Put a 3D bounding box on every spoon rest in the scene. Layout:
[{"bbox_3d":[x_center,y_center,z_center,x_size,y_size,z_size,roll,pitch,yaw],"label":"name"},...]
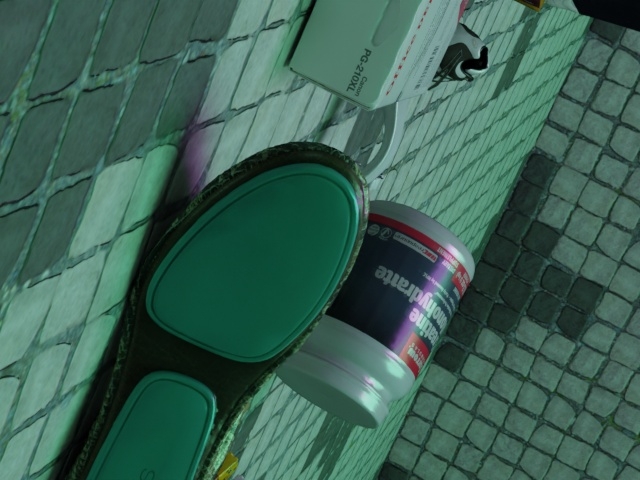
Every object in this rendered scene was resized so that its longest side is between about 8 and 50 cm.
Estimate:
[{"bbox_3d":[0.074,-0.171,1.708,0.276,0.084,0.137,-62,169,2],"label":"spoon rest"}]

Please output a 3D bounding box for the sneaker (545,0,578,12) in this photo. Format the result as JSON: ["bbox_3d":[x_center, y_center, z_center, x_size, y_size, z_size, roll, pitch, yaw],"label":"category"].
[{"bbox_3d":[0.408,-0.473,2.428,0.110,0.118,0.292,-56,166,-21],"label":"sneaker"}]

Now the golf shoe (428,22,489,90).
[{"bbox_3d":[0.177,-0.234,2.002,0.077,0.094,0.198,-62,170,-8],"label":"golf shoe"}]

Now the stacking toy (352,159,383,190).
[{"bbox_3d":[0.000,0.000,1.855,0.167,0.052,0.221,-67,167,19],"label":"stacking toy"}]

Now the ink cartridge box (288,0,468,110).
[{"bbox_3d":[0.074,-0.233,1.512,0.172,0.100,0.237,-66,169,15],"label":"ink cartridge box"}]

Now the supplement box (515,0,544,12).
[{"bbox_3d":[0.258,-0.419,1.838,0.194,0.129,0.191,-61,169,-7],"label":"supplement box"}]

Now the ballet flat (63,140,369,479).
[{"bbox_3d":[-0.110,0.088,1.388,0.483,0.164,0.182,-61,-168,21],"label":"ballet flat"}]

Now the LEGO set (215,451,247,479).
[{"bbox_3d":[-0.131,0.336,1.946,0.093,0.087,0.227,-39,158,-28],"label":"LEGO set"}]

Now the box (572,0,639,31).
[{"bbox_3d":[0.488,-0.526,2.246,0.312,0.179,0.343,-62,149,-7],"label":"box"}]

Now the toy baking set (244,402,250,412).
[{"bbox_3d":[-0.120,0.190,1.832,0.256,0.030,0.197,-50,160,-50],"label":"toy baking set"}]

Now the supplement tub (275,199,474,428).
[{"bbox_3d":[0.073,0.099,2.059,0.272,0.191,0.191,-59,168,-17],"label":"supplement tub"}]
